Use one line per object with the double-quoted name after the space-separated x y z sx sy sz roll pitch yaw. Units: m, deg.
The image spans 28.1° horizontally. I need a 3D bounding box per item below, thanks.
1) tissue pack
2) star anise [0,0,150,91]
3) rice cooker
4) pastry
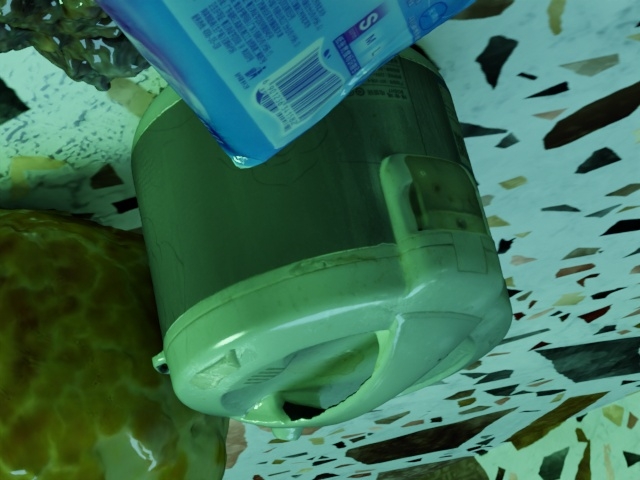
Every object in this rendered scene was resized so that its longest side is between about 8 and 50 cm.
-0.036 -0.183 0.666 0.198 0.146 0.263 -38 155 1 "tissue pack"
-0.163 -0.156 0.819 0.212 0.073 0.197 3 156 -37 "star anise"
0.002 0.003 1.011 0.288 0.277 0.288 -12 157 -5 "rice cooker"
-0.270 0.142 1.106 0.388 0.389 0.313 -16 143 11 "pastry"
